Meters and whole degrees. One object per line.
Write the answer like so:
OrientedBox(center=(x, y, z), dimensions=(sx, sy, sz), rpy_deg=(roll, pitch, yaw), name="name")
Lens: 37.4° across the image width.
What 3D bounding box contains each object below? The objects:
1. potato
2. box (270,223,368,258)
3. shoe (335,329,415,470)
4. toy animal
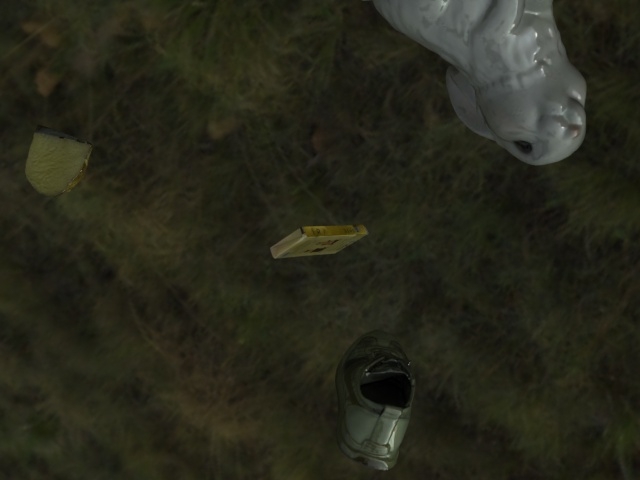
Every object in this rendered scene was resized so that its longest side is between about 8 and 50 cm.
OrientedBox(center=(-0.405, -0.111, 1.450), dimensions=(0.096, 0.103, 0.066), rpy_deg=(20, 166, 7), name="potato")
OrientedBox(center=(0.000, 0.000, 1.380), dimensions=(0.073, 0.149, 0.020), rpy_deg=(-32, 72, 35), name="box")
OrientedBox(center=(0.084, 0.197, 1.315), dimensions=(0.103, 0.275, 0.098), rpy_deg=(18, 117, -8), name="shoe")
OrientedBox(center=(0.194, -0.253, 1.155), dimensions=(0.258, 0.194, 0.357), rpy_deg=(-11, 110, 60), name="toy animal")
